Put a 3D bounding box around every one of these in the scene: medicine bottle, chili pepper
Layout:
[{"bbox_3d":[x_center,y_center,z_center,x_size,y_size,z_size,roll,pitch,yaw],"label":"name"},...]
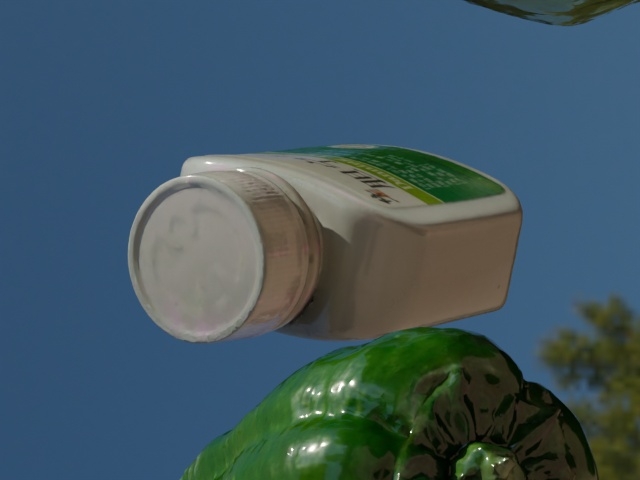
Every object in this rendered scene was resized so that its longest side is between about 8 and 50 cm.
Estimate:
[{"bbox_3d":[0.000,0.000,0.804,0.183,0.119,0.069,-11,-64,-58],"label":"medicine bottle"},{"bbox_3d":[-0.006,0.108,0.482,0.253,0.099,0.083,113,175,-56],"label":"chili pepper"}]

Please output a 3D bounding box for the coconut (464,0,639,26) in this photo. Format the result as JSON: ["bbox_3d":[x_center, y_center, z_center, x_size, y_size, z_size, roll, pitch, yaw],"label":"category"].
[{"bbox_3d":[0.025,-0.158,0.396,0.204,0.236,0.236,-60,-40,-53],"label":"coconut"}]
